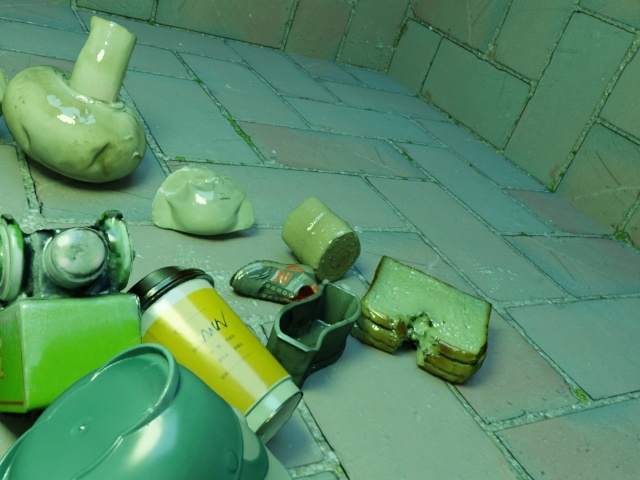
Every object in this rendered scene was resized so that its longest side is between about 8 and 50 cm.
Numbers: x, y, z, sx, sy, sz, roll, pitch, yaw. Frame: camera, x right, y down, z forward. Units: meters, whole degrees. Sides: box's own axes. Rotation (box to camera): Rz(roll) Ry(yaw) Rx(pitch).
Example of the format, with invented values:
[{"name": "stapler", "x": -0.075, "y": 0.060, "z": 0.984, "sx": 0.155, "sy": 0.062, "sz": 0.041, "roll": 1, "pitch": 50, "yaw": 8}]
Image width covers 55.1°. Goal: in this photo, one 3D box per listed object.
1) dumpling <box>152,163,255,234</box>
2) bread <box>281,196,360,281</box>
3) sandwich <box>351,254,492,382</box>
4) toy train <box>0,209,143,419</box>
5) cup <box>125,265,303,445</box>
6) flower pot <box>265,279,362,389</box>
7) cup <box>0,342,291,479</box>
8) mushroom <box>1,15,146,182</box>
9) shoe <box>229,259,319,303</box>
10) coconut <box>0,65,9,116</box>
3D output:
[{"name": "dumpling", "x": -0.252, "y": -0.088, "z": 1.348, "sx": 0.228, "sy": 0.151, "sz": 0.124, "roll": 4, "pitch": 5, "yaw": -28}, {"name": "bread", "x": 0.000, "y": 0.000, "z": 1.359, "sx": 0.134, "sy": 0.148, "sz": 0.141, "roll": -37, "pitch": 56, "yaw": -15}, {"name": "sandwich", "x": 0.214, "y": 0.163, "z": 1.269, "sx": 0.273, "sy": 0.095, "sz": 0.249, "roll": 24, "pitch": 27, "yaw": 9}, {"name": "toy train", "x": -0.344, "y": 0.099, "z": 0.793, "sx": 0.173, "sy": 0.249, "sz": 0.307, "roll": -2, "pitch": -10, "yaw": -39}, {"name": "cup", "x": -0.168, "y": 0.177, "z": 0.897, "sx": 0.279, "sy": 0.196, "sz": 0.196, "roll": 39, "pitch": 32, "yaw": 16}, {"name": "flower pot", "x": -0.015, "y": 0.167, "z": 1.089, "sx": 0.103, "sy": 0.108, "sz": 0.229, "roll": 31, "pitch": 30, "yaw": 18}, {"name": "cup", "x": -0.185, "y": 0.276, "z": 0.608, "sx": 0.289, "sy": 0.258, "sz": 0.219, "roll": -42, "pitch": 37, "yaw": -17}, {"name": "mushroom", "x": -0.545, "y": -0.292, "z": 1.375, "sx": 0.315, "sy": 0.315, "sz": 0.356, "roll": 0, "pitch": 72, "yaw": -34}, {"name": "shoe", "x": -0.084, "y": 0.090, "z": 1.224, "sx": 0.194, "sy": 0.074, "sz": 0.077, "roll": 3, "pitch": 37, "yaw": -35}, {"name": "coconut", "x": -0.801, "y": -0.326, "z": 1.315, "sx": 0.244, "sy": 0.247, "sz": 0.245, "roll": -10, "pitch": 21, "yaw": 4}]
